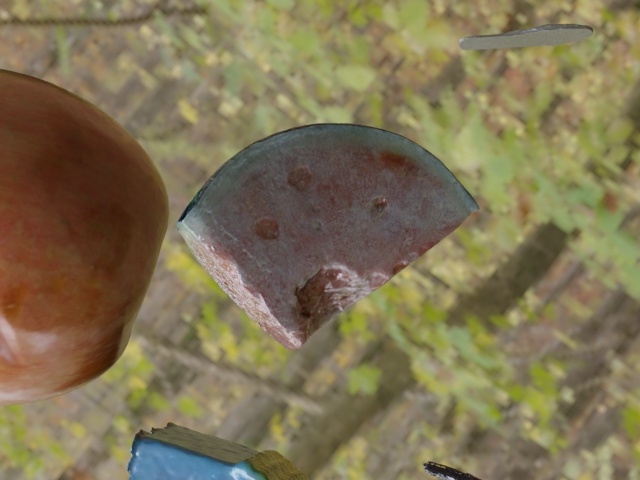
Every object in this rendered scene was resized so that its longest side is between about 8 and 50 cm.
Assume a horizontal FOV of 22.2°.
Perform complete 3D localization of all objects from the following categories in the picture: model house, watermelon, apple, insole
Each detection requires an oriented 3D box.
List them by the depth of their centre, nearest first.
[{"bbox_3d":[0.000,0.000,1.716,0.318,0.226,0.148,-2,172,-16],"label":"watermelon"},{"bbox_3d":[-0.355,0.001,1.843,0.346,0.391,0.391,9,178,-14],"label":"apple"},{"bbox_3d":[-0.113,0.371,2.168,0.303,0.216,0.237,9,178,8],"label":"model house"},{"bbox_3d":[0.293,-0.290,2.331,0.192,0.010,0.063,-3,165,8],"label":"insole"}]

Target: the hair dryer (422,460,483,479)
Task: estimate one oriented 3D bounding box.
[{"bbox_3d":[0.182,0.315,1.766,0.219,0.195,0.075,35,160,32],"label":"hair dryer"}]
